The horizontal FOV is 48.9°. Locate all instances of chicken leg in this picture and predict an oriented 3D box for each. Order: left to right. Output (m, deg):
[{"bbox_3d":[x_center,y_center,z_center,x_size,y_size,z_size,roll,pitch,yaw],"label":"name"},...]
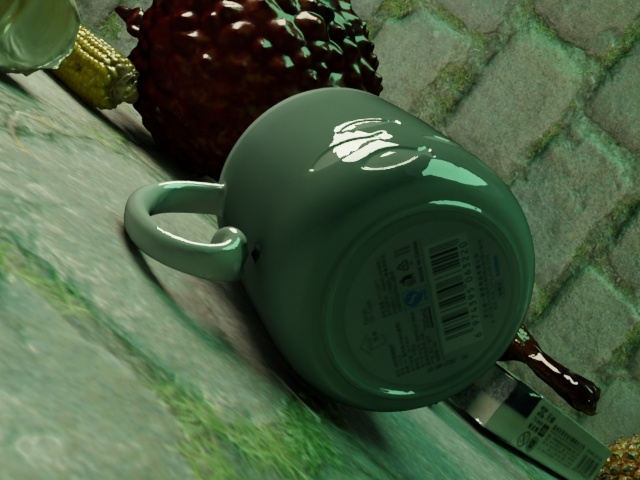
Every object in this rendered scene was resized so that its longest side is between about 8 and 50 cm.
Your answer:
[{"bbox_3d":[0.244,0.133,1.078,0.407,0.096,0.158,28,21,28],"label":"chicken leg"}]

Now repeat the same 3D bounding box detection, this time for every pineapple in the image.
[{"bbox_3d":[0.600,0.480,1.400,0.161,0.136,0.176,-42,120,-84],"label":"pineapple"}]

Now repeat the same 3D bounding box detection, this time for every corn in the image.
[{"bbox_3d":[-0.383,-0.289,1.095,0.261,0.097,0.097,37,4,15],"label":"corn"}]

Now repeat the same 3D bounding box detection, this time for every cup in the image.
[{"bbox_3d":[0.000,0.000,0.665,0.356,0.260,0.274,4,19,-20],"label":"cup"}]

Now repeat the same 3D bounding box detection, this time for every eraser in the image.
[{"bbox_3d":[0.370,0.320,1.211,0.404,0.098,0.096,37,1,-39],"label":"eraser"}]

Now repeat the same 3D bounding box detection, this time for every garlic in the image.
[{"bbox_3d":[-0.397,-0.289,0.795,0.142,0.178,0.229,8,-32,28],"label":"garlic"}]

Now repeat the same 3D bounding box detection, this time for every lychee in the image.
[{"bbox_3d":[-0.138,-0.296,1.220,0.499,0.425,0.424,25,1,13],"label":"lychee"}]
